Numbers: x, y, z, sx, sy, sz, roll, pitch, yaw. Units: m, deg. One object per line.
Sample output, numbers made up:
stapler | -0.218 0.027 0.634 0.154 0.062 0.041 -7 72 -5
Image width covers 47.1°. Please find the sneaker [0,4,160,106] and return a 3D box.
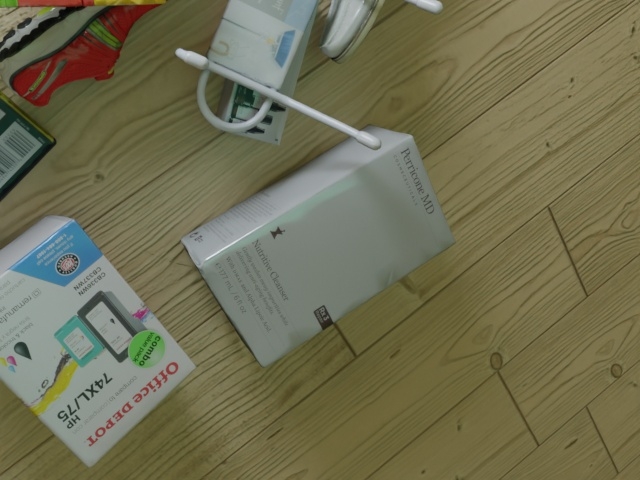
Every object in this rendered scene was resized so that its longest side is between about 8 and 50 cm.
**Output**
sneaker | -0.307 -0.285 1.013 0.279 0.107 0.118 -34 135 -7

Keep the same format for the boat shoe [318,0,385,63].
boat shoe | 0.054 -0.421 1.110 0.103 0.113 0.302 23 87 -25

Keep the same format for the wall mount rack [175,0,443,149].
wall mount rack | -0.022 -0.289 1.021 0.304 0.130 0.350 22 100 -16

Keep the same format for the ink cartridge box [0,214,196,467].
ink cartridge box | -0.352 0.130 1.021 0.198 0.197 0.270 -44 113 -21

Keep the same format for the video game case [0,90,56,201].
video game case | -0.545 -0.119 0.982 0.275 0.035 0.248 -47 119 -3

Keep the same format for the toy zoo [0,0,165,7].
toy zoo | -0.295 -0.381 0.880 0.293 0.030 0.192 -9 116 -21

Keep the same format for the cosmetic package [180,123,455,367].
cosmetic package | 0.000 0.000 1.189 0.385 0.156 0.217 -33 115 -10

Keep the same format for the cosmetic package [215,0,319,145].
cosmetic package | -0.081 -0.274 1.119 0.099 0.060 0.239 11 102 -27
